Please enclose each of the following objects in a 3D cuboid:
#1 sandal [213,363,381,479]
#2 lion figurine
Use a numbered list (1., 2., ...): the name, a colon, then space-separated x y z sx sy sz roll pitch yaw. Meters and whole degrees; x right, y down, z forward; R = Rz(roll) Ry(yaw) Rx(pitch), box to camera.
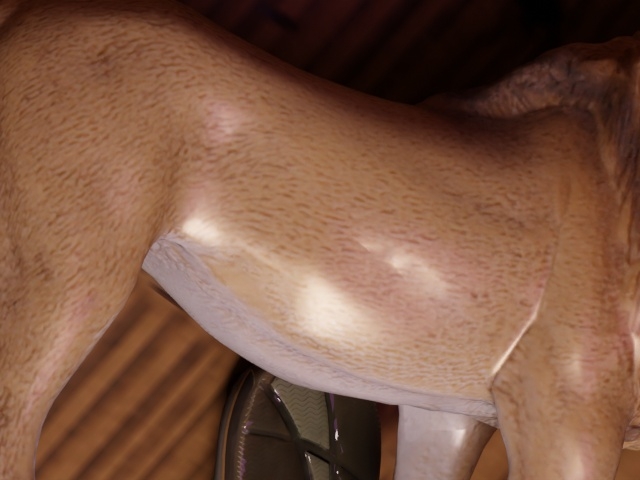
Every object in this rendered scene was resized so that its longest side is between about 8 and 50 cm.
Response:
1. sandal: -0.030 0.144 0.661 0.090 0.060 0.219 -2 102 -38
2. lion figurine: 0.000 0.000 0.549 0.392 0.142 0.240 15 90 -25
